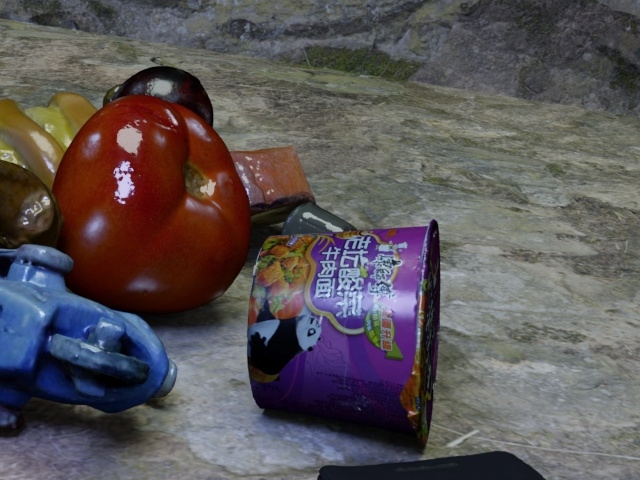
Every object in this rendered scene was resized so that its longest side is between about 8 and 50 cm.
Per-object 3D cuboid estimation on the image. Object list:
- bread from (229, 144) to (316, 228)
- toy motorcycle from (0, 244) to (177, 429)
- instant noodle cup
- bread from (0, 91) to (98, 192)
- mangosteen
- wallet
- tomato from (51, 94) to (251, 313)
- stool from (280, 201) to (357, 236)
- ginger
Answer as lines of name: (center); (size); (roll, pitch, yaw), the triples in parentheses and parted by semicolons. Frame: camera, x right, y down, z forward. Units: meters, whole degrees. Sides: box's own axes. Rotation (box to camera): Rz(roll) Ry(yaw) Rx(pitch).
bread: (-0.111, -0.075, 1.846); (0.190, 0.123, 0.244); (-23, -8, 33)
toy motorcycle: (-0.283, 0.088, 1.228); (0.319, 0.182, 0.241); (15, 19, 21)
instant noodle cup: (0.030, 0.096, 1.310); (0.190, 0.251, 0.251); (3, 17, 10)
bread: (-0.411, -0.105, 1.706); (0.270, 0.211, 0.316); (0, 18, -25)
mangosteen: (-0.295, -0.223, 2.148); (0.210, 0.210, 0.210); (9, 18, -3)
wallet: (0.119, 0.254, 1.165); (0.250, 0.044, 0.149); (1, 16, -24)
tomato: (-0.227, -0.031, 1.498); (0.226, 0.298, 0.298); (-25, 5, 23)
stool: (0.000, 0.000, 1.787); (0.110, 0.096, 0.096); (26, 24, 28)
ginger: (-0.368, 0.005, 1.367); (0.133, 0.309, 0.107); (40, 53, -2)
